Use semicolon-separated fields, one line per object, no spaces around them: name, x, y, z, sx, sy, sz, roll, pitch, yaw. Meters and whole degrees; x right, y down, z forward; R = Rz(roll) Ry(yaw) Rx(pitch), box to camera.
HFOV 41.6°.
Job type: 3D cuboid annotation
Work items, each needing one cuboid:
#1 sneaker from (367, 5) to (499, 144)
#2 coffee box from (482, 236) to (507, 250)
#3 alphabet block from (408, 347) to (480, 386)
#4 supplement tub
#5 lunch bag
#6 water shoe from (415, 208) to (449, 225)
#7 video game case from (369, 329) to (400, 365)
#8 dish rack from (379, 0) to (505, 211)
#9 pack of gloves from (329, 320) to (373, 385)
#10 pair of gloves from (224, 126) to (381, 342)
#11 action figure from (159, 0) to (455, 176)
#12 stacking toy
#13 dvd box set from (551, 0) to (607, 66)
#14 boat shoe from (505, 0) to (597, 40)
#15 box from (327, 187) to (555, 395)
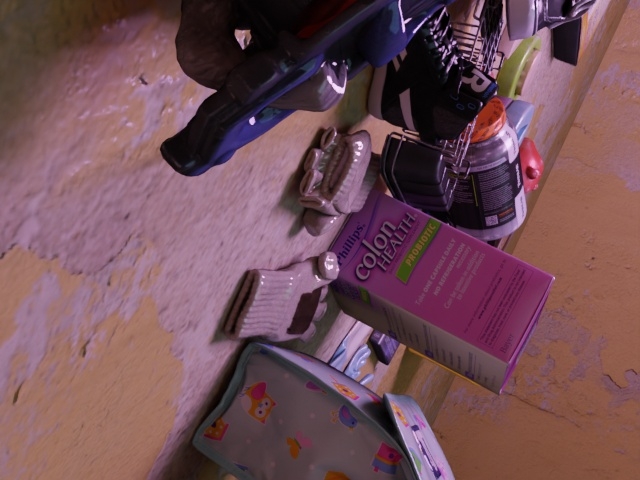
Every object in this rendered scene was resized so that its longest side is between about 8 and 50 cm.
sneaker;0.117;-0.183;0.797;0.079;0.121;0.216;-54;161;-30
coffee box;0.325;-0.034;1.672;0.141;0.098;0.246;-57;162;-20
alphabet block;0.333;0.189;1.884;0.193;0.193;0.197;-68;164;10
supplement tub;0.221;-0.102;1.176;0.117;0.117;0.190;-52;141;-33
lunch bag;0.029;0.228;0.914;0.160;0.262;0.223;-62;162;-3
water shoe;0.151;-0.019;1.273;0.080;0.073;0.203;-38;-169;51
video game case;0.173;0.088;1.539;0.274;0.026;0.196;-58;163;-12
dish rack;0.156;-0.173;0.997;0.208;0.074;0.271;43;64;-74
pack of gloves;0.038;0.223;1.309;0.232;0.046;0.195;-50;160;-37
pair of gloves;0.000;0.000;0.866;0.240;0.042;0.204;-64;163;1
action figure;0.021;-0.205;0.408;0.341;0.178;0.330;-34;163;-8
stacking toy;0.326;-0.208;1.361;0.279;0.130;0.309;-64;164;4
dvd box set;0.573;-0.580;1.649;0.420;0.062;0.308;-64;163;2
boat shoe;0.287;-0.316;1.028;0.306;0.105;0.113;-49;137;-61
box;0.145;0.069;1.047;0.117;0.243;0.213;-60;162;-13
